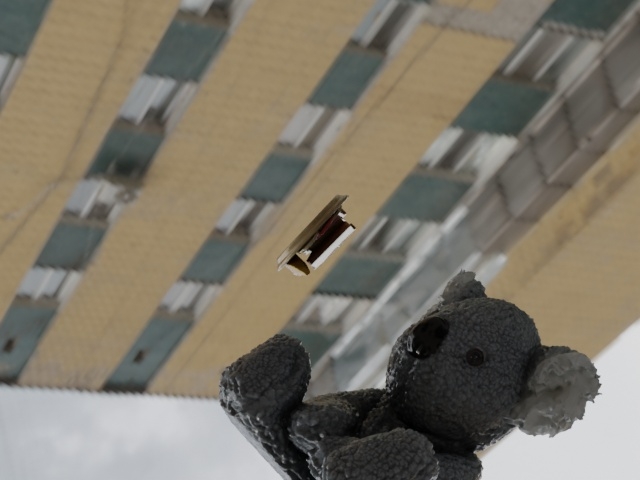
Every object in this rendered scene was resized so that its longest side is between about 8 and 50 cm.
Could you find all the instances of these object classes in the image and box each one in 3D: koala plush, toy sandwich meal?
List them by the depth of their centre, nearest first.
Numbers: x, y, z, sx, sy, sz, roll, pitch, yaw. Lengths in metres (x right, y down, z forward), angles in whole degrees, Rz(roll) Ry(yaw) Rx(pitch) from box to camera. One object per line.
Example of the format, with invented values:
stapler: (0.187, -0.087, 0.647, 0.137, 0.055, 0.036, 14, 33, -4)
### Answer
koala plush: (0.080, 0.126, 1.119, 0.221, 0.203, 0.196, -44, -137, -12)
toy sandwich meal: (0.000, 0.000, 1.124, 0.029, 0.085, 0.085, 43, -135, 0)
